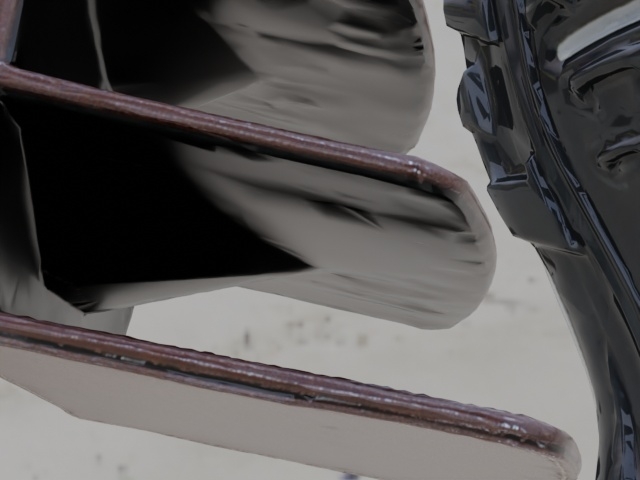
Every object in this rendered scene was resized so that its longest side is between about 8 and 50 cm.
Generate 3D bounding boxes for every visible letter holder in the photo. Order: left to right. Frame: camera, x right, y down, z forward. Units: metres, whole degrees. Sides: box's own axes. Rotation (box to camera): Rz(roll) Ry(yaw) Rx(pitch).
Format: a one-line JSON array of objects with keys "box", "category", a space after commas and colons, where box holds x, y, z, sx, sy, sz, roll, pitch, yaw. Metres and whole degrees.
[{"box": [0.000, 0.000, 0.689, 0.214, 0.152, 0.302, 13, -10, 5], "category": "letter holder"}]

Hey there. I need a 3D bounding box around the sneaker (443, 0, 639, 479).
[{"box": [0.095, -0.007, 0.324, 0.108, 0.272, 0.100, -6, -4, -30], "category": "sneaker"}]
